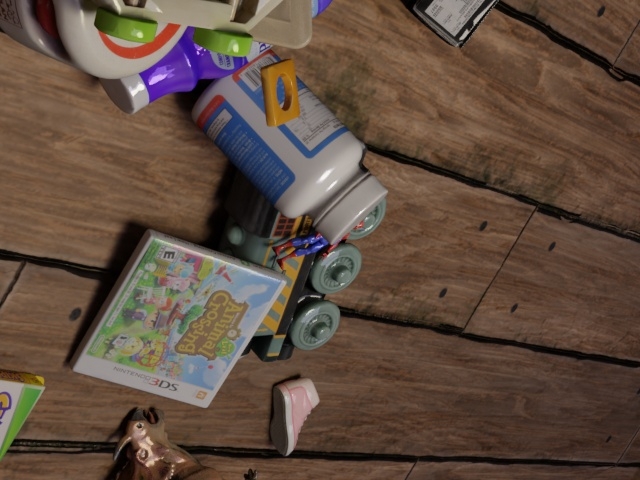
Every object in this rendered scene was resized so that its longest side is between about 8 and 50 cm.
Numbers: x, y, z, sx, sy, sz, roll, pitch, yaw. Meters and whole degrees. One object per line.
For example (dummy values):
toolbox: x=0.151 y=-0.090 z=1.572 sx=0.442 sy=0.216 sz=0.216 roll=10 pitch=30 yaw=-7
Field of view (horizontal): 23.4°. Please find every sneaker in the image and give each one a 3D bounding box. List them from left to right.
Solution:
sneaker: x=-0.034 y=0.257 z=2.282 sx=0.070 sy=0.051 sz=0.134 roll=-23 pitch=133 yaw=-31

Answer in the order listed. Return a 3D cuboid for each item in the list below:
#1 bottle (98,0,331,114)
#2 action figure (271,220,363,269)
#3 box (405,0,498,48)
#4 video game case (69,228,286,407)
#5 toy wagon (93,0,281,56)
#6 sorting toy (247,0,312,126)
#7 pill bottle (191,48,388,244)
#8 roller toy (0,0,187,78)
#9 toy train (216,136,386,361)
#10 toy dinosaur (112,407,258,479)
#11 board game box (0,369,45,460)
bottle: x=-0.112 y=-0.238 z=1.672 sx=0.283 sy=0.092 sz=0.118 roll=-37 pitch=138 yaw=-23
action figure: x=0.000 y=0.000 z=1.881 sx=0.115 sy=0.030 sz=0.038 roll=-26 pitch=126 yaw=-9
box: x=0.226 y=-0.373 z=1.845 sx=0.307 sy=0.076 sz=0.242 roll=-51 pitch=-176 yaw=7
video game case: x=-0.173 y=0.100 z=1.884 sx=0.193 sy=0.023 sz=0.212 roll=20 pitch=115 yaw=-29
toy wagon: x=-0.130 y=-0.306 z=1.352 sx=0.344 sy=0.068 sz=0.267 roll=1 pitch=110 yaw=-47
sorting toy: x=-0.071 y=-0.289 z=1.574 sx=0.196 sy=0.047 sz=0.347 roll=-5 pitch=93 yaw=-65
pill bottle: x=-0.032 y=-0.104 z=1.761 sx=0.124 sy=0.221 sz=0.124 roll=-42 pitch=176 yaw=-4
roller toy: x=-0.220 y=-0.262 z=1.466 sx=0.209 sy=0.146 sz=0.191 roll=11 pitch=102 yaw=-60
toy train: x=-0.049 y=0.012 z=1.966 sx=0.190 sy=0.142 sz=0.334 roll=-1 pitch=124 yaw=-37
toy dinosaur: x=-0.177 y=0.376 z=2.066 sx=0.200 sy=0.295 sz=0.127 roll=-4 pitch=154 yaw=-48
board game box: x=-0.422 y=0.198 z=1.760 sx=0.124 sy=0.039 sz=0.259 roll=-58 pitch=150 yaw=9
